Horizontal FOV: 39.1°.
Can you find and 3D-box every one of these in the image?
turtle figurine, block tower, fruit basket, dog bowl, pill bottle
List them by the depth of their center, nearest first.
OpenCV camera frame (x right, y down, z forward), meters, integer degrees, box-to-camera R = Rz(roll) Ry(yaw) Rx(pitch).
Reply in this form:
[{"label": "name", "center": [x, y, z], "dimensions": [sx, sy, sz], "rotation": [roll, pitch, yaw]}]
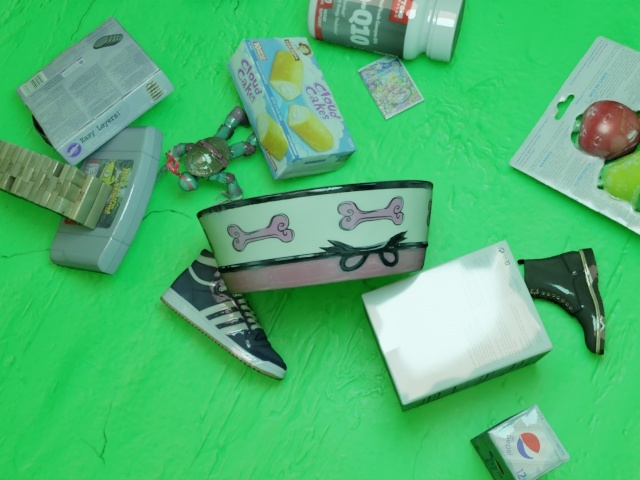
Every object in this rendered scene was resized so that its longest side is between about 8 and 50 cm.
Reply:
[{"label": "dog bowl", "center": [0.000, 0.000, 1.542], "dimensions": [0.407, 0.408, 0.151], "rotation": [-8, 88, 3]}, {"label": "fruit basket", "center": [0.586, -0.181, 1.668], "dimensions": [0.353, 0.165, 0.327], "rotation": [30, 79, 28]}, {"label": "block tower", "center": [-0.555, -0.122, 1.717], "dimensions": [0.335, 0.091, 0.097], "rotation": [18, 80, 29]}, {"label": "turtle figurine", "center": [-0.206, -0.150, 1.738], "dimensions": [0.175, 0.118, 0.234], "rotation": [45, 73, 4]}, {"label": "pill bottle", "center": [0.130, -0.444, 1.755], "dimensions": [0.283, 0.161, 0.161], "rotation": [14, 77, 10]}]

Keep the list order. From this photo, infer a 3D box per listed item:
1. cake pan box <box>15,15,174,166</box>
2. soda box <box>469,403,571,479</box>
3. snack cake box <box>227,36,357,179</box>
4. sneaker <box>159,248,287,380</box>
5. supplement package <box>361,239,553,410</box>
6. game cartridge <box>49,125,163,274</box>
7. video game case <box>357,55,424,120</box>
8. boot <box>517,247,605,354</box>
[{"label": "cake pan box", "center": [-0.453, -0.296, 1.778], "dimensions": [0.267, 0.070, 0.246], "rotation": [-39, 49, -6]}, {"label": "soda box", "center": [0.317, 0.338, 1.462], "dimensions": [0.091, 0.286, 0.098], "rotation": [-30, 75, -4]}, {"label": "snack cake box", "center": [-0.056, -0.256, 1.727], "dimensions": [0.152, 0.089, 0.264], "rotation": [-13, 71, -34]}, {"label": "sneaker", "center": [-0.147, 0.127, 1.663], "dimensions": [0.282, 0.099, 0.153], "rotation": [34, 83, 16]}, {"label": "supplement package", "center": [0.229, 0.155, 1.566], "dimensions": [0.262, 0.198, 0.199], "rotation": [-21, 75, 0]}, {"label": "game cartridge", "center": [-0.404, -0.083, 1.720], "dimensions": [0.196, 0.060, 0.294], "rotation": [6, 73, 38]}, {"label": "video game case", "center": [0.140, -0.309, 1.796], "dimensions": [0.087, 0.011, 0.122], "rotation": [-27, 74, -2]}, {"label": "boot", "center": [0.437, 0.116, 1.629], "dimensions": [0.137, 0.077, 0.198], "rotation": [-7, 61, 8]}]
